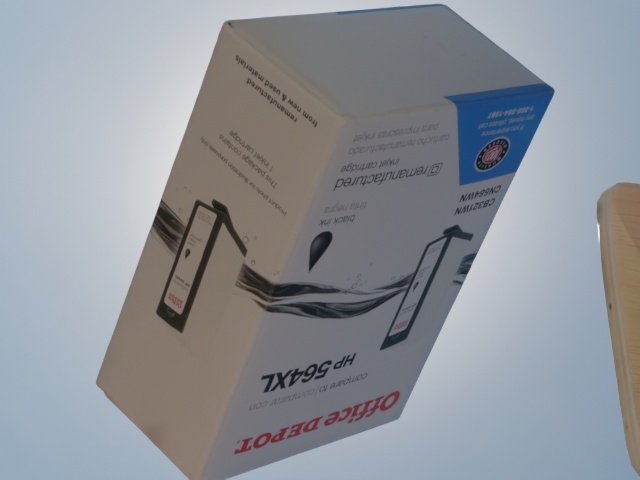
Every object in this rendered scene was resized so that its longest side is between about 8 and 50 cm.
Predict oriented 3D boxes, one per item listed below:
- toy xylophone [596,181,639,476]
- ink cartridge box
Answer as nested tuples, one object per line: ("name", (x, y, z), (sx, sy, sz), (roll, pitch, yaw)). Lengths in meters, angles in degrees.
("toy xylophone", (0.213, -0.048, 0.570), (0.322, 0.081, 0.236), (-45, -140, 39))
("ink cartridge box", (0.000, 0.000, 0.869), (0.086, 0.148, 0.203), (41, -55, 30))
